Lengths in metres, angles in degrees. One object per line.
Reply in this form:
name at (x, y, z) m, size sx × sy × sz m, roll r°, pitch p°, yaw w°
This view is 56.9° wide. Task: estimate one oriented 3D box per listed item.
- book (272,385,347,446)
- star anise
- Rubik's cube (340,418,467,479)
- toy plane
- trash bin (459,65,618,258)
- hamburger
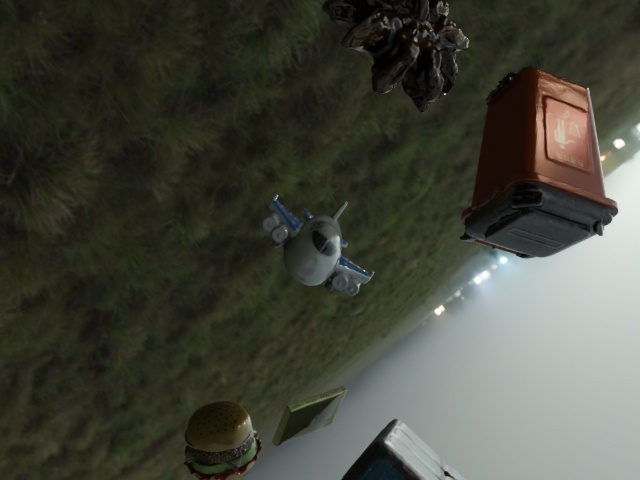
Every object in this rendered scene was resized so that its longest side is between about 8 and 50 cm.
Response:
book at (-0.014, 0.258, 0.866) m, size 0.110 × 0.014 × 0.077 m, roll -7°, pitch 129°, yaw -40°
star anise at (0.073, -0.245, 0.597) m, size 0.177 × 0.234 × 0.073 m, roll -15°, pitch 169°, yaw -40°
Rubik's cube at (0.103, 0.445, 0.738) m, size 0.305 × 0.301 × 0.304 m, roll -50°, pitch 163°, yaw 0°
toy plane at (-0.003, 0.004, 1.222) m, size 0.123 × 0.267 × 0.266 m, roll -49°, pitch 165°, yaw 26°
trash bin at (0.300, -0.104, 0.846) m, size 0.184 × 0.161 × 0.239 m, roll 131°, pitch -29°, yaw -61°
hamburger at (-0.217, 0.426, 1.275) m, size 0.175 × 0.175 × 0.137 m, roll -28°, pitch 124°, yaw -41°
